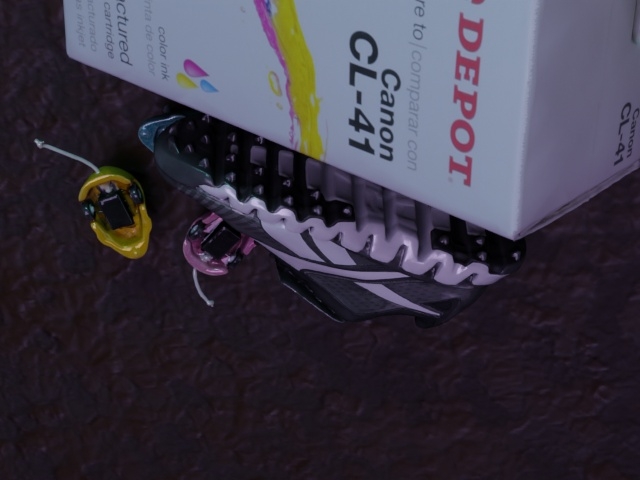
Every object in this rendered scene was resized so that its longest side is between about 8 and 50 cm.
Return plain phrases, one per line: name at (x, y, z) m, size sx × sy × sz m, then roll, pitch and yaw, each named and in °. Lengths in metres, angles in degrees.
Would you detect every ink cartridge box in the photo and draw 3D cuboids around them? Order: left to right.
ink cartridge box at (0.014, -0.164, 0.813) m, size 0.306 × 0.131 × 0.226 m, roll 25°, pitch 127°, yaw 34°

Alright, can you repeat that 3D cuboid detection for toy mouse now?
toy mouse at (-0.076, -0.034, 1.039) m, size 0.143 × 0.031 × 0.161 m, roll -24°, pitch 119°, yaw 12°

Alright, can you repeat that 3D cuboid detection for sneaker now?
sneaker at (0.000, 0.000, 1.001) m, size 0.234 × 0.078 × 0.106 m, roll 18°, pitch 132°, yaw -17°
